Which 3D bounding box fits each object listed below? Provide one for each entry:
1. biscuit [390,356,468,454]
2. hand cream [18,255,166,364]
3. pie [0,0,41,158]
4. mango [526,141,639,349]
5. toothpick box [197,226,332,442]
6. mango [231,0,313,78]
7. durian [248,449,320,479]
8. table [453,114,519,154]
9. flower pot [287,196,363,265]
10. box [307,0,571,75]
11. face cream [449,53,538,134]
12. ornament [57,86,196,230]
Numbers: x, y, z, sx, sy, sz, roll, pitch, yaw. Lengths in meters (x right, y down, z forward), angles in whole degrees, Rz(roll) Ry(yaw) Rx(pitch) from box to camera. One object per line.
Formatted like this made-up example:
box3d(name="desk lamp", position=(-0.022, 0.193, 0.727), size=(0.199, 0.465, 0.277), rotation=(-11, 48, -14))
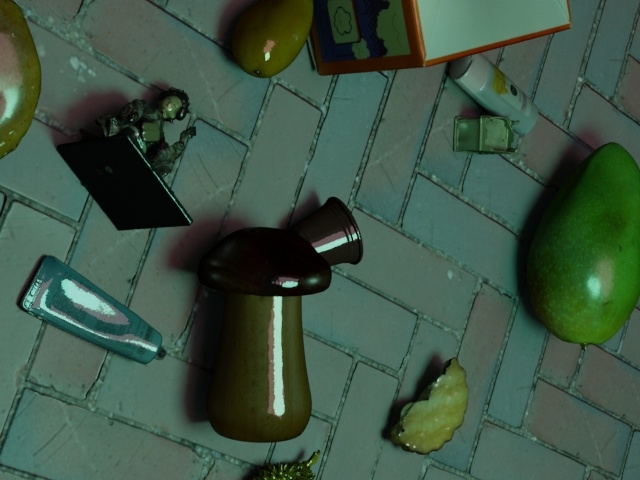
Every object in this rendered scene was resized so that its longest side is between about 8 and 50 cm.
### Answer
box3d(name="biscuit", position=(0.183, 0.287, 2.172), size=(0.183, 0.061, 0.118), rotation=(-48, 123, -26))
box3d(name="hand cream", position=(-0.300, 0.107, 1.758), size=(0.224, 0.048, 0.083), rotation=(36, 69, -30))
box3d(name="pie", position=(-0.459, -0.209, 1.580), size=(0.273, 0.069, 0.274), rotation=(-2, 93, -37))
box3d(name="mango", position=(0.488, 0.003, 2.332), size=(0.225, 0.201, 0.382), rotation=(25, 73, -29))
box3d(name="toothpick box", position=(-0.084, 0.130, 1.853), size=(0.192, 0.192, 0.295), rotation=(-3, 99, -41))
box3d(name="mango", position=(-0.066, -0.314, 1.909), size=(0.102, 0.084, 0.184), rotation=(47, 53, -28))
box3d(name="durian", position=(-0.049, 0.401, 1.952), size=(0.208, 0.102, 0.146), rotation=(-50, 116, -32))
box3d(name="table", position=(0.284, -0.180, 2.219), size=(0.079, 0.083, 0.062), rotation=(2, 91, -41))
box3d(name="flower pot", position=(0.000, 0.000, 1.979), size=(0.089, 0.111, 0.111), rotation=(-23, 108, -22))
box3d(name="box", position=(0.164, -0.439, 1.988), size=(0.348, 0.256, 0.319), rotation=(-21, 104, -38))
box3d(name="face cream", position=(0.300, -0.260, 2.243), size=(0.198, 0.057, 0.084), rotation=(34, 49, -38))
box3d(name="ornament", position=(-0.221, -0.141, 1.754), size=(0.166, 0.153, 0.196), rotation=(56, 49, -29))
